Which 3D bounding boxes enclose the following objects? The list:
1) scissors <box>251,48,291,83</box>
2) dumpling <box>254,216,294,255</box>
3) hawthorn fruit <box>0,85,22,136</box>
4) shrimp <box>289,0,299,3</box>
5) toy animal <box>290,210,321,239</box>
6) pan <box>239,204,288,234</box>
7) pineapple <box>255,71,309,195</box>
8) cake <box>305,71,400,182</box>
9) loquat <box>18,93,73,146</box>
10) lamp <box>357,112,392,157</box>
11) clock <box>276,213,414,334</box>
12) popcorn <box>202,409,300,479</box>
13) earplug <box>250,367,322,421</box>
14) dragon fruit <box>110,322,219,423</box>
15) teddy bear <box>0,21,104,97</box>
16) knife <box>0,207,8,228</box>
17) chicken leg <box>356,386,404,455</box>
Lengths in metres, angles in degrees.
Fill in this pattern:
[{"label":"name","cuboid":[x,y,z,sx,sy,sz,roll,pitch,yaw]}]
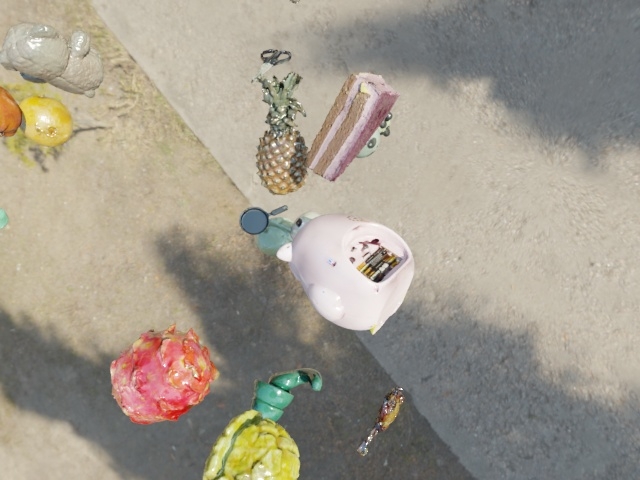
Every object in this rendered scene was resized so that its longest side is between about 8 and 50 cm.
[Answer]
[{"label":"scissors","cuboid":[-0.177,-0.577,1.424,0.109,0.300,0.022,10,130,9]},{"label":"dumpling","cuboid":[-0.232,-0.021,2.236,0.320,0.270,0.212,-9,87,13]},{"label":"hawthorn fruit","cuboid":[-0.805,-0.320,1.054,0.132,0.133,0.138,-21,89,29]},{"label":"shrimp","cuboid":[-0.093,-0.881,1.579,0.038,0.092,0.029,1,116,-12]},{"label":"toy animal","cuboid":[-0.005,0.007,1.801,0.266,0.212,0.213,28,111,7]},{"label":"pan","cuboid":[-0.257,-0.107,1.983,0.235,0.028,0.136,-22,77,-6]},{"label":"pineapple","cuboid":[-0.116,-0.300,1.242,0.175,0.175,0.361,23,142,23]},{"label":"cake","cuboid":[0.067,-0.287,1.080,0.116,0.112,0.295,43,107,24]},{"label":"loquat","cuboid":[-0.769,-0.333,1.205,0.141,0.141,0.141,5,100,28]},{"label":"lamp","cuboid":[0.204,-0.476,1.922,0.243,0.198,0.198,-35,79,-11]},{"label":"clock","cuboid":[0.085,0.066,1.321,0.376,0.368,0.251,36,138,21]},{"label":"popcorn","cuboid":[-0.202,0.658,1.254,0.282,0.282,0.247,30,137,21]},{"label":"earplug","cuboid":[-0.141,0.597,1.671,0.257,0.164,0.280,24,71,20]},{"label":"dragon fruit","cuboid":[-0.364,0.303,0.962,0.268,0.210,0.205,-25,101,36]},{"label":"teddy bear","cuboid":[-0.751,-0.512,1.223,0.236,0.267,0.151,-27,75,16]},{"label":"knife","cuboid":[-0.737,0.018,0.839,0.063,0.260,0.035,27,140,18]},{"label":"chicken leg","cuboid":[0.185,0.538,1.299,0.051,0.106,0.253,33,109,28]}]
